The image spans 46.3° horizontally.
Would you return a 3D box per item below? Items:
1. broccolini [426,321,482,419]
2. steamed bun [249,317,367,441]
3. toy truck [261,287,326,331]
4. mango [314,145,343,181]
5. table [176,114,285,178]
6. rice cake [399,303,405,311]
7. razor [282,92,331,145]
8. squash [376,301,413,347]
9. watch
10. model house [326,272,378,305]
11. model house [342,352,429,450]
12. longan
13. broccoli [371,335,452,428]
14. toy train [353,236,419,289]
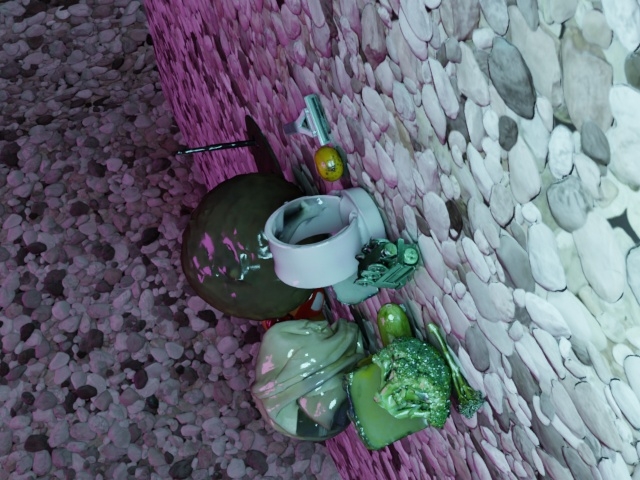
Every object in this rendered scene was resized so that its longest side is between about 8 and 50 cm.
[{"bbox_3d":[0.246,0.243,1.403,0.194,0.054,0.052,63,-175,28],"label":"broccolini"},{"bbox_3d":[0.006,0.377,1.947,0.237,0.346,0.394,47,176,42],"label":"steamed bun"},{"bbox_3d":[-0.061,0.193,2.274,0.265,0.239,0.189,-64,30,12],"label":"toy truck"},{"bbox_3d":[0.016,-0.164,1.623,0.079,0.057,0.114,62,170,-3],"label":"mango"},{"bbox_3d":[-0.280,-0.201,2.297,0.317,0.249,0.317,158,90,-76],"label":"table"},{"bbox_3d":[0.164,0.168,1.629,0.022,0.022,0.121,59,164,20],"label":"rice cake"},{"bbox_3d":[-0.051,-0.263,1.725,0.111,0.056,0.278,70,166,-9],"label":"razor"},{"bbox_3d":[0.167,0.227,1.588,0.069,0.069,0.239,49,162,53],"label":"squash"},{"bbox_3d":[0.000,0.000,1.571,0.244,0.231,0.196,44,155,53],"label":"watch"},{"bbox_3d":[0.068,0.106,1.742,0.088,0.100,0.100,66,168,3],"label":"model house"},{"bbox_3d":[0.126,0.376,1.796,0.194,0.170,0.211,66,167,1],"label":"model house"},{"bbox_3d":[-0.175,0.015,1.955,0.391,0.391,0.391,158,90,-76],"label":"longan"},{"bbox_3d":[0.183,0.275,1.465,0.195,0.156,0.195,37,176,3],"label":"broccoli"},{"bbox_3d":[0.127,0.045,1.425,0.170,0.111,0.071,128,147,-66],"label":"toy train"}]
